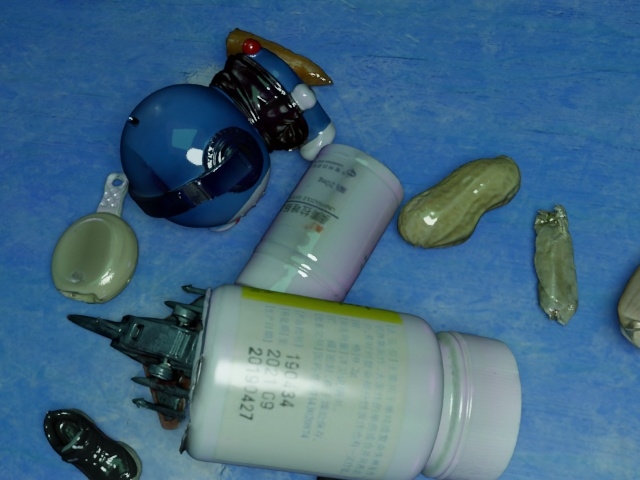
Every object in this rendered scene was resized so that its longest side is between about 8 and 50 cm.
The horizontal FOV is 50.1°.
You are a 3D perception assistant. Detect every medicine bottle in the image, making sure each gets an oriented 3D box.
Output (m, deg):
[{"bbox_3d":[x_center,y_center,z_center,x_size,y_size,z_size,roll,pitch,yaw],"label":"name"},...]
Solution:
[{"bbox_3d":[0.031,0.184,0.841,0.379,0.213,0.213,11,66,-9],"label":"medicine bottle"},{"bbox_3d":[0.000,0.000,1.009,0.152,0.152,0.253,26,71,18],"label":"medicine bottle"}]

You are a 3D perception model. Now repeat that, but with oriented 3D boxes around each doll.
[{"bbox_3d":[-0.161,-0.152,1.062,0.310,0.240,0.284,-45,32,-9],"label":"doll"}]

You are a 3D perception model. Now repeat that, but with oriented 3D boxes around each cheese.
[{"bbox_3d":[-0.356,-0.010,1.116,0.137,0.064,0.227,5,65,9],"label":"cheese"}]

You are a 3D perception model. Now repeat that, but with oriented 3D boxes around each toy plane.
[{"bbox_3d":[-0.249,0.146,1.005,0.327,0.104,0.222,14,69,15],"label":"toy plane"}]

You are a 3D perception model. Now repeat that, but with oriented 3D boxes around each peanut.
[{"bbox_3d":[0.215,-0.058,1.039,0.214,0.090,0.098,-36,72,-8],"label":"peanut"}]

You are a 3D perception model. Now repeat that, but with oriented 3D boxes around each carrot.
[{"bbox_3d":[-0.070,-0.311,1.211,0.205,0.072,0.072,24,71,15],"label":"carrot"}]

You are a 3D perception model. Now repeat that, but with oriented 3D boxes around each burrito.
[{"bbox_3d":[0.343,0.034,1.003,0.058,0.045,0.188,-3,67,15],"label":"burrito"}]

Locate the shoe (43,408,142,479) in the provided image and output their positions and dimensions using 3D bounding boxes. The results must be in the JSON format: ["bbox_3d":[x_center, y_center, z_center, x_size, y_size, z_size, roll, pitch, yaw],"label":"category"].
[{"bbox_3d":[-0.329,0.289,0.955,0.169,0.099,0.071,32,71,19],"label":"shoe"}]

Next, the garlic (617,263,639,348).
[{"bbox_3d":[0.497,0.066,0.903,0.245,0.164,0.145,-31,78,1],"label":"garlic"}]

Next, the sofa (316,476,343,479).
[{"bbox_3d":[0.026,0.354,0.903,0.085,0.060,0.147,20,68,4],"label":"sofa"}]
